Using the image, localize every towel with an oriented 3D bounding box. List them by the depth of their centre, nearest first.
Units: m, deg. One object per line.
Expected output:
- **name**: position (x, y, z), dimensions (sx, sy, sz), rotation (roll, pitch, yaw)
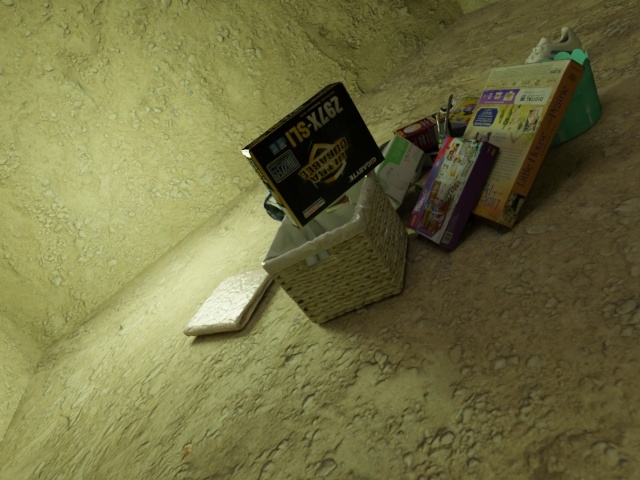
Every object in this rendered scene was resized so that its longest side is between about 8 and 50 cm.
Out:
- **towel**: position (-0.340, 0.237, 1.832), dimensions (0.331, 0.053, 0.317), rotation (-17, 28, 40)
- **towel**: position (0.309, -0.424, 2.085), dimensions (0.324, 0.038, 0.248), rotation (-37, 6, -27)

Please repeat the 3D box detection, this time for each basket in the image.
- **basket**: position (0.061, 0.017, 1.381), dimensions (0.328, 0.266, 0.331), rotation (-25, 23, 26)

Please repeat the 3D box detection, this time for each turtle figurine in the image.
- **turtle figurine**: position (0.384, -0.277, 1.527), dimensions (0.266, 0.274, 0.198), rotation (-51, 21, 3)

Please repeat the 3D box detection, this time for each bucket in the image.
- **bucket**: position (0.685, -0.417, 1.432), dimensions (0.281, 0.183, 0.281), rotation (-30, 22, 14)

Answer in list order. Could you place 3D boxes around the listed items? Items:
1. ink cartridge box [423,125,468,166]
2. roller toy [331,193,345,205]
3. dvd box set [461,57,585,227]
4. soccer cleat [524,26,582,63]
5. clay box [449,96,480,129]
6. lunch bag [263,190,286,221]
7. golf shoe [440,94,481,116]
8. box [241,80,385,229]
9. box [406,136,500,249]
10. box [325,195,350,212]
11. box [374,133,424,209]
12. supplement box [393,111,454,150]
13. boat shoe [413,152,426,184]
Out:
- **ink cartridge box**: position (0.471, -0.353, 1.791), dimensions (0.165, 0.065, 0.332), rotation (-46, 22, -20)
- **roller toy**: position (0.013, -0.215, 1.742), dimensions (0.191, 0.146, 0.209), rotation (-48, 31, -10)
- **dvd box set**: position (0.491, -0.267, 1.290), dimensions (0.421, 0.062, 0.307), rotation (-69, 20, 8)
- **soccer cleat**: position (0.818, -0.672, 1.802), dimensions (0.331, 0.143, 0.116), rotation (-34, 22, 7)
- **clay box**: position (0.594, -0.501, 1.876), dimensions (0.127, 0.053, 0.222), rotation (20, 59, 45)
- **lunch bag**: position (-0.070, -0.249, 2.039), dimensions (0.328, 0.239, 0.385), rotation (-57, 15, -21)
- **golf shoe**: position (0.595, -0.565, 2.002), dimensions (0.186, 0.086, 0.067), rotation (-28, 23, 17)
- **box**: position (-0.012, -0.231, 1.290), dimensions (0.322, 0.257, 0.079), rotation (-40, 22, -14)
- **box**: position (0.363, -0.140, 1.334), dimensions (0.293, 0.057, 0.201), rotation (-68, 20, 9)
- **box**: position (0.112, -0.143, 1.818), dimensions (0.148, 0.127, 0.232), rotation (-17, 29, 42)
- **box**: position (0.213, -0.182, 1.608), dimensions (0.262, 0.126, 0.231), rotation (-61, 5, -33)
- **supplement box**: position (0.379, -0.391, 1.755), dimensions (0.188, 0.081, 0.104), rotation (-23, 29, 4)
- **boat shoe**: position (0.350, -0.264, 1.776), dimensions (0.142, 0.049, 0.040), rotation (-62, 18, -4)
